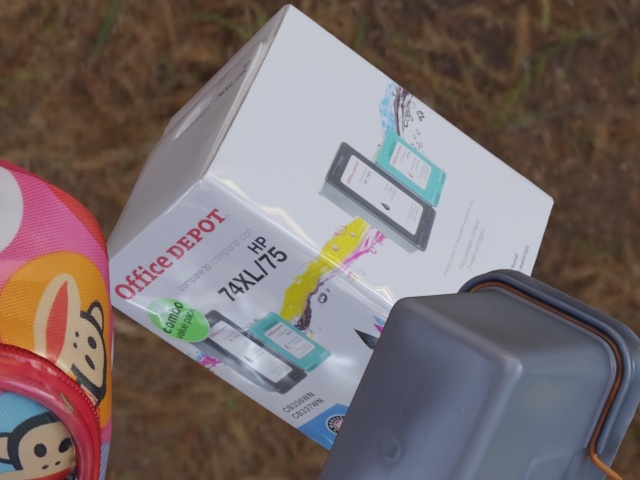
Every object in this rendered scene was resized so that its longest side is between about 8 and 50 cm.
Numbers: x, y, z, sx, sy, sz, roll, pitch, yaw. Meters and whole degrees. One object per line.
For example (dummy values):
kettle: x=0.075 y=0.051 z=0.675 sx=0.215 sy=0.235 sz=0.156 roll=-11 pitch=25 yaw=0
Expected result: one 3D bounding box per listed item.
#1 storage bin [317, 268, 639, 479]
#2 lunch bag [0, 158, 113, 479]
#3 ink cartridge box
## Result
storage bin: x=0.054 y=0.083 z=0.658 sx=0.091 sy=0.098 sz=0.135 roll=7 pitch=109 yaw=-60
lunch bag: x=-0.224 y=0.075 z=0.627 sx=0.293 sy=0.120 sz=0.258 roll=5 pitch=142 yaw=-9
ink cartridge box: x=0.000 y=0.000 z=1.388 sx=0.270 sy=0.197 sz=0.198 roll=35 pitch=140 yaw=-15
